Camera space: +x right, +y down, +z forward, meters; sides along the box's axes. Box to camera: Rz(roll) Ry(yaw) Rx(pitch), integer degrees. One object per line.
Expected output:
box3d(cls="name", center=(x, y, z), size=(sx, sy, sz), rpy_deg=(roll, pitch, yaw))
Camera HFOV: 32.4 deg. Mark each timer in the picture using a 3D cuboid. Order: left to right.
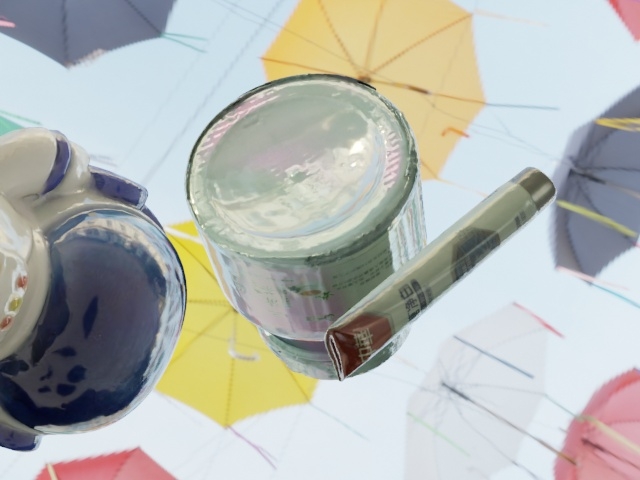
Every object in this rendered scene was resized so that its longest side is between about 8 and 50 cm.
box3d(cls="timer", center=(-0.204, -0.002, 0.476), size=(0.383, 0.270, 0.270), rpy_deg=(24, -87, -51))

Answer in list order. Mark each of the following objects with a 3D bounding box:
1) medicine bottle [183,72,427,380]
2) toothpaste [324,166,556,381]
box3d(cls="medicine bottle", center=(0.000, 0.000, 1.215), size=(0.245, 0.245, 0.290), rpy_deg=(-33, -34, -12))
box3d(cls="toothpaste", center=(0.095, 0.021, 0.872), size=(0.239, 0.039, 0.062), rpy_deg=(-38, -41, -20))
